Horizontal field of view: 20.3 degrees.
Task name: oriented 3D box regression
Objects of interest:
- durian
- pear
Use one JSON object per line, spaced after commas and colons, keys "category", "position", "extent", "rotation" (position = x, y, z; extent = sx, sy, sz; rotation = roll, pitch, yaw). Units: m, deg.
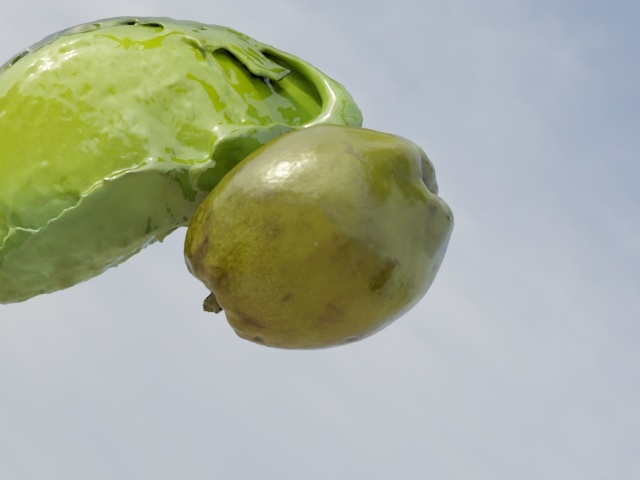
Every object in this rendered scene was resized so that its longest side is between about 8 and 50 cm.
{"category": "durian", "position": [-0.109, -0.047, 0.948], "extent": [0.101, 0.250, 0.139], "rotation": [70, -5, -64]}
{"category": "pear", "position": [0.000, 0.000, 0.863], "extent": [0.107, 0.131, 0.107], "rotation": [59, 3, -6]}
